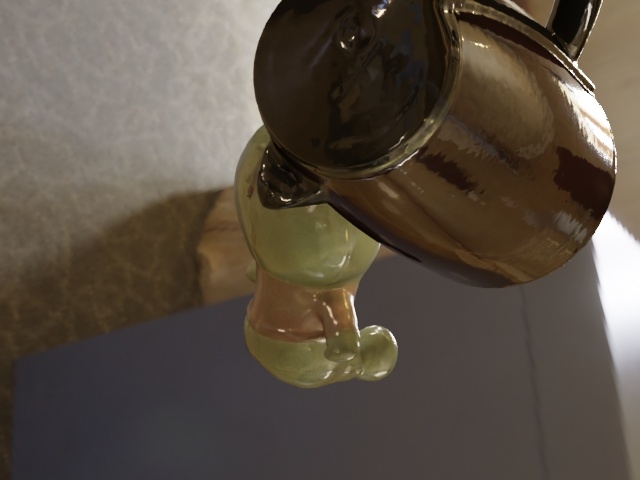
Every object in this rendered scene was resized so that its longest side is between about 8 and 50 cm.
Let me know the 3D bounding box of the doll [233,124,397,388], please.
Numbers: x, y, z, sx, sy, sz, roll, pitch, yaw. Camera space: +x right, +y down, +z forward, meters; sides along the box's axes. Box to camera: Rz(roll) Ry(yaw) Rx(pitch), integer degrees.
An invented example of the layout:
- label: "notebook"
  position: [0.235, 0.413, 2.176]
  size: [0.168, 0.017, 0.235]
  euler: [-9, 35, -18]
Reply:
- label: "doll"
  position: [-0.011, 0.007, 0.977]
  size: [0.113, 0.155, 0.275]
  euler: [-22, 127, -23]

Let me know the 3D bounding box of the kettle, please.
- label: "kettle"
  position: [0.075, -0.076, 0.663]
  size: [0.144, 0.202, 0.232]
  euler: [48, 12, 23]
